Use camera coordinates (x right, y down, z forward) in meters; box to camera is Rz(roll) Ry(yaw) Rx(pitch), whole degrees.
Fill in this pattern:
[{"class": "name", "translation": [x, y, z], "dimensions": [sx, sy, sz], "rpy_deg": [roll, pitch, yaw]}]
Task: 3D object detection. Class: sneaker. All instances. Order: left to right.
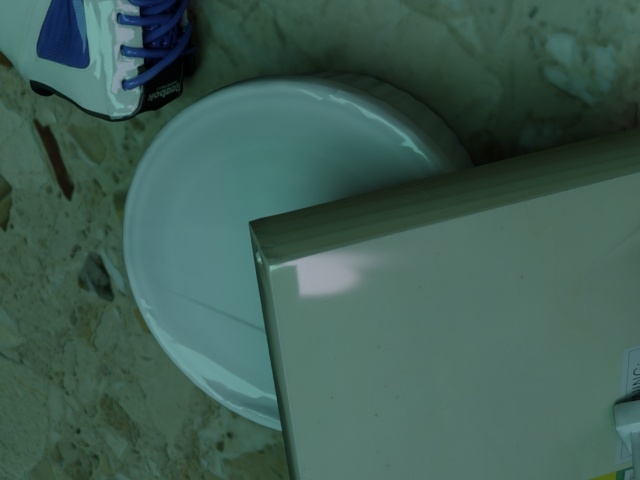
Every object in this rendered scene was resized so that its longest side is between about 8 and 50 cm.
[{"class": "sneaker", "translation": [-0.132, -0.195, 0.723], "dimensions": [0.315, 0.127, 0.182], "rpy_deg": [-27, 105, 36]}]

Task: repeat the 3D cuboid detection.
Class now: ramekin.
[{"class": "ramekin", "translation": [0.000, 0.000, 0.743], "dimensions": [0.272, 0.127, 0.273], "rpy_deg": [8, 115, 18]}]

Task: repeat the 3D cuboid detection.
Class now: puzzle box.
[{"class": "puzzle box", "translation": [0.111, 0.136, 0.676], "dimensions": [0.272, 0.052, 0.409], "rpy_deg": [-14, 124, -12]}]

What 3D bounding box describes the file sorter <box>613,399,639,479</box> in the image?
[{"class": "file sorter", "translation": [0.329, 0.230, 0.632], "dimensions": [0.192, 0.173, 0.278], "rpy_deg": [-17, 130, 27]}]
